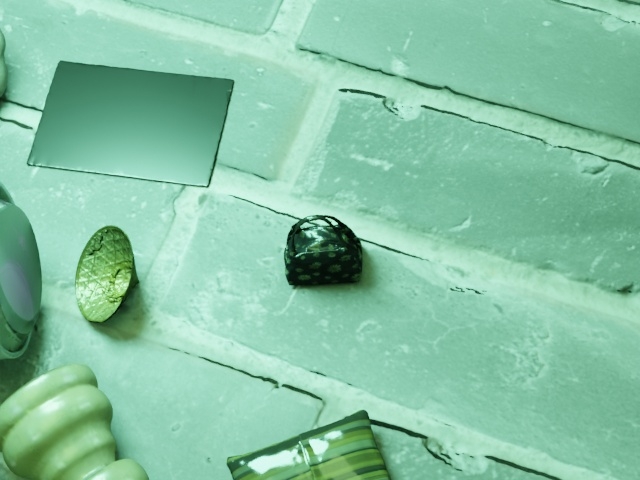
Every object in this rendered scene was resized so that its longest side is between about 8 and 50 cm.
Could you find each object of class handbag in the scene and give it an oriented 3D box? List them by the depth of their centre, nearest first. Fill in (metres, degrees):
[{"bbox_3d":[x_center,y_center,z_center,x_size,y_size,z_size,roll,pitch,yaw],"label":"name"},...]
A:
[{"bbox_3d":[0.000,0.000,1.780,0.115,0.139,0.072,-2,58,5],"label":"handbag"}]

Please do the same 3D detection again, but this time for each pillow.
[{"bbox_3d":[0.000,0.352,1.657,0.208,0.052,0.212,-21,63,-1],"label":"pillow"}]

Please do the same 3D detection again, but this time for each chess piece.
[{"bbox_3d":[-0.300,0.327,1.655,0.167,0.167,0.300,-35,73,-12],"label":"chess piece"}]

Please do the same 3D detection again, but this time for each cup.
[{"bbox_3d":[-0.591,0.061,1.718,0.371,0.253,0.253,-9,64,3],"label":"cup"}]

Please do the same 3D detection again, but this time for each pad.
[{"bbox_3d":[-0.301,-0.189,1.974,0.299,0.005,0.202,7,65,9],"label":"pad"}]

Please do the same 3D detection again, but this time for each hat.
[{"bbox_3d":[-0.294,0.055,1.828,0.146,0.067,0.146,-16,67,44],"label":"hat"}]

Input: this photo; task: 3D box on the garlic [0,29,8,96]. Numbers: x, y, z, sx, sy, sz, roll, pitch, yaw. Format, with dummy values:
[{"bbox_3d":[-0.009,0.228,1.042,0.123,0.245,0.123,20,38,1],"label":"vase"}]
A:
[{"bbox_3d":[-0.577,-0.248,1.963,0.143,0.178,0.229,44,93,-9],"label":"garlic"}]
